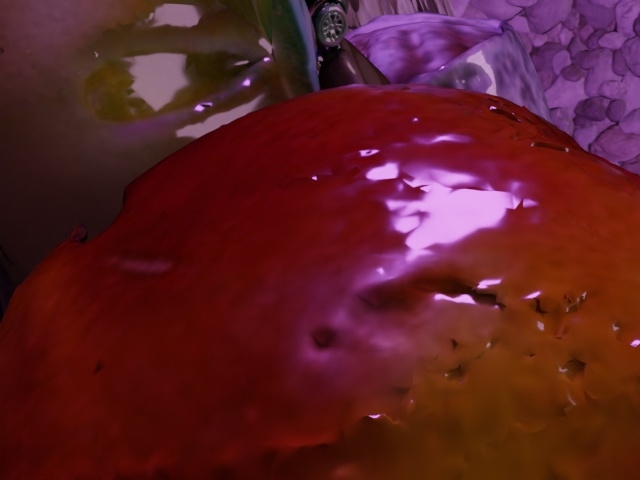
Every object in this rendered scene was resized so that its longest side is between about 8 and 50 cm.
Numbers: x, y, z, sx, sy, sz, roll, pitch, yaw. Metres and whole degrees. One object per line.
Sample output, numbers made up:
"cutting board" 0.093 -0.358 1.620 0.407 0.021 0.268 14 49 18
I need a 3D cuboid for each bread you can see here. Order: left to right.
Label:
"bread" -0.095 -0.079 0.673 0.156 0.158 0.260 17 54 -69

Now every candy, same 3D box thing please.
"candy" 0.074 -0.108 1.200 0.289 0.214 0.157 -95 162 -78

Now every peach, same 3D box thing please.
"peach" 0.025 0.158 0.528 0.353 0.416 0.339 38 6 34

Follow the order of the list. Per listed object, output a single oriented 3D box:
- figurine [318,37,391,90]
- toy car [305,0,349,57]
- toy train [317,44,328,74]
"figurine" -0.003 -0.005 0.885 0.247 0.173 0.177 26 37 -59
"toy car" -0.049 -0.116 0.798 0.069 0.142 0.055 26 -40 48
"toy train" -0.031 -0.148 1.134 0.053 0.085 0.249 42 29 -31
